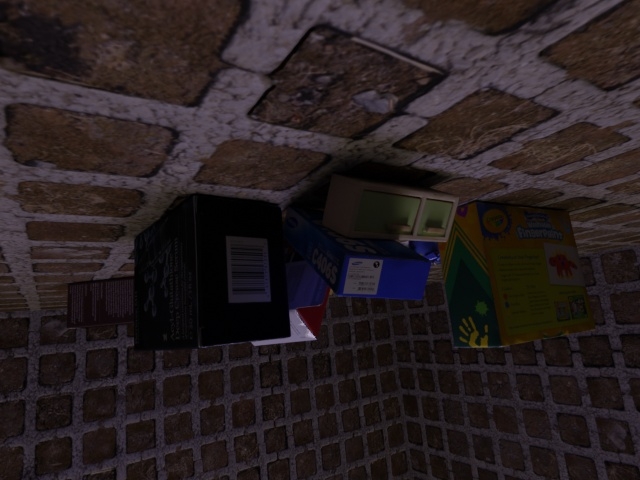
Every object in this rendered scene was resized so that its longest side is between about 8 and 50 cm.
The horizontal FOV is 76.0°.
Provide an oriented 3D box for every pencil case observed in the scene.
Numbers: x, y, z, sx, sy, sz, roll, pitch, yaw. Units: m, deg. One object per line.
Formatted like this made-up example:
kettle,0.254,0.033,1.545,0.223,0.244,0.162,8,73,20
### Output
pencil case,0.393,0.020,1.322,0.119,0.133,0.306,-18,165,33

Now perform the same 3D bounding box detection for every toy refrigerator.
toy refrigerator,0.146,-0.059,0.804,0.270,0.102,0.094,3,-164,-35

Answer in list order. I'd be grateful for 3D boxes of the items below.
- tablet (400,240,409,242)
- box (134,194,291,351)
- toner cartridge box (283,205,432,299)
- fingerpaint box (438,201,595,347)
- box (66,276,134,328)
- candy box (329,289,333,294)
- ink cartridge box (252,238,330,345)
tablet,0.345,0.006,1.540,0.054,0.006,0.083,-16,164,43
box,-0.273,0.098,0.961,0.212,0.293,0.395,4,164,-39
toner cartridge box,0.049,0.012,0.813,0.165,0.075,0.348,7,-166,-22
fingerpaint box,0.561,0.097,1.185,0.445,0.371,0.163,0,167,-31
box,-0.838,0.257,1.720,0.382,0.191,0.143,-5,169,2
candy box,-0.023,0.212,2.058,0.109,0.053,0.187,28,180,40
ink cartridge box,-0.058,0.124,1.151,0.272,0.309,0.130,-12,127,26
